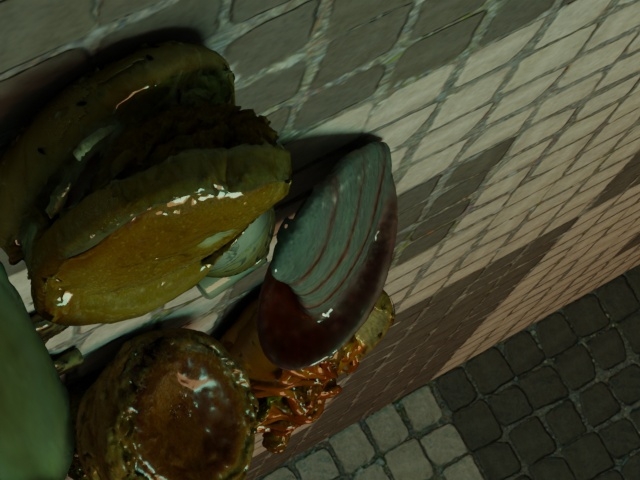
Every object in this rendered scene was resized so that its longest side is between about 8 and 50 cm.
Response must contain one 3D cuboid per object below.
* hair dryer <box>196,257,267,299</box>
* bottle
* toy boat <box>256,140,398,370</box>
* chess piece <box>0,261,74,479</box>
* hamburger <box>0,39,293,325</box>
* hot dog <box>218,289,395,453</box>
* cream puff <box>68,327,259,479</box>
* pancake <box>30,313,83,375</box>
[{"bbox_3d":[-0.088,0.008,1.303,0.063,0.038,0.124,-33,161,2],"label":"hair dryer"},{"bbox_3d":[-0.071,-0.011,1.136,0.083,0.083,0.270,-31,170,0],"label":"bottle"},{"bbox_3d":[0.000,0.000,1.257,0.206,0.096,0.282,-63,168,-5],"label":"toy boat"},{"bbox_3d":[-0.327,0.138,0.932,0.330,0.182,0.182,-28,169,12],"label":"chess piece"},{"bbox_3d":[-0.107,-0.037,0.908,0.177,0.113,0.185,-27,161,8],"label":"hamburger"},{"bbox_3d":[-0.045,0.146,1.708,0.158,0.117,0.349,-6,157,-30],"label":"hot dog"},{"bbox_3d":[-0.173,0.177,1.528,0.169,0.183,0.183,-12,-175,46],"label":"cream puff"},{"bbox_3d":[-0.243,0.097,1.310,0.184,0.020,0.190,-17,163,-46],"label":"pancake"}]
